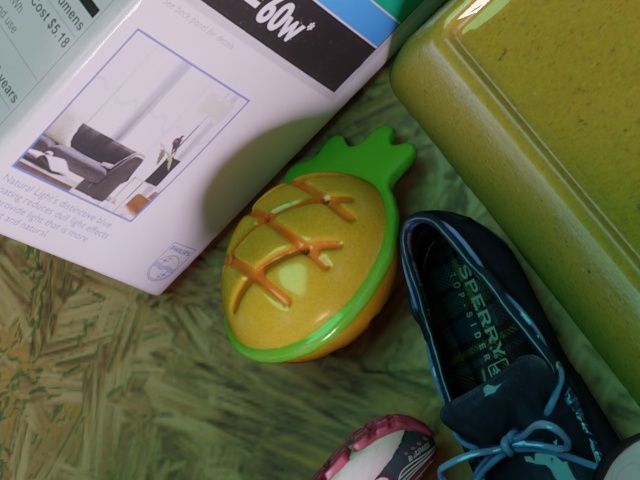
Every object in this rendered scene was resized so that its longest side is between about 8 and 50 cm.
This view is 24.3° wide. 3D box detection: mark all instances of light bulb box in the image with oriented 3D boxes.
[{"bbox_3d":[-0.135,-0.226,1.021,0.361,0.225,0.358,-45,57,12],"label":"light bulb box"}]

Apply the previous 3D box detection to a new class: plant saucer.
[{"bbox_3d":[0.221,-0.113,0.857,0.333,0.081,0.332,-43,59,14],"label":"plant saucer"}]

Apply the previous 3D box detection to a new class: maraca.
[{"bbox_3d":[0.000,0.000,0.953,0.127,0.099,0.185,-6,49,36],"label":"maraca"}]

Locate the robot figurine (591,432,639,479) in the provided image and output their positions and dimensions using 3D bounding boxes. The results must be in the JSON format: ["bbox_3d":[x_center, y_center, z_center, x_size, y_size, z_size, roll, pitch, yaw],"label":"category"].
[{"bbox_3d":[0.197,0.198,0.707,0.209,0.173,0.278,-16,48,49],"label":"robot figurine"}]

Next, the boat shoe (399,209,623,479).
[{"bbox_3d":[0.101,0.098,0.862,0.109,0.089,0.258,-39,60,17],"label":"boat shoe"}]

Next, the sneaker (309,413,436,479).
[{"bbox_3d":[0.003,0.245,0.879,0.112,0.121,0.299,22,87,5],"label":"sneaker"}]
